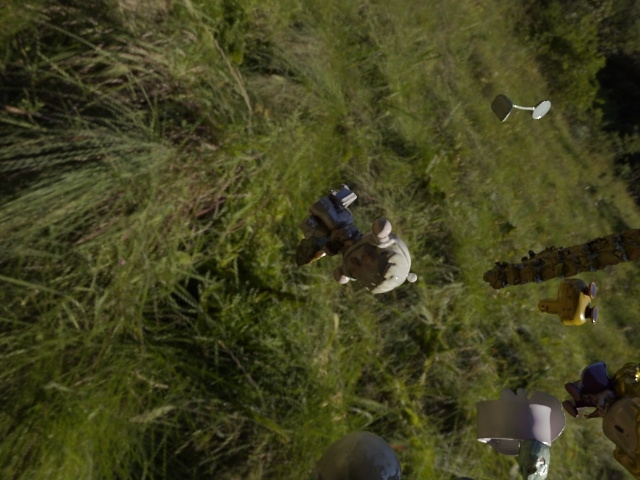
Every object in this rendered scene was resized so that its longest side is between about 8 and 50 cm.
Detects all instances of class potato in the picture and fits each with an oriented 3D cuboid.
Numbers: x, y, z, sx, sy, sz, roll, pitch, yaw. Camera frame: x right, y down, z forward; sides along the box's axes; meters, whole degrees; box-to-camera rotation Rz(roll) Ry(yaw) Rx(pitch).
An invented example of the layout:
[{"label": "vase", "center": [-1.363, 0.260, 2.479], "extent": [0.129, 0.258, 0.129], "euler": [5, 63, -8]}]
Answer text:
[{"label": "potato", "center": [0.000, 0.000, 1.346], "extent": [0.119, 0.198, 0.054], "euler": [-24, -82, 42]}]

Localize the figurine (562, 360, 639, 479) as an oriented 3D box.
[{"label": "figurine", "center": [0.366, 0.199, 0.631], "extent": [0.156, 0.115, 0.094], "euler": [49, -16, 50]}]

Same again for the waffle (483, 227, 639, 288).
[{"label": "waffle", "center": [0.371, 0.030, 0.876], "extent": [0.228, 0.232, 0.051], "euler": [141, -65, -83]}]

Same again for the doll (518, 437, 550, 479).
[{"label": "doll", "center": [0.528, 0.545, 1.422], "extent": [0.072, 0.103, 0.214], "euler": [9, -8, 28]}]

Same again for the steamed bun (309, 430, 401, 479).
[{"label": "steamed bun", "center": [0.067, 0.535, 1.267], "extent": [0.177, 0.228, 0.131], "euler": [47, 15, 22]}]

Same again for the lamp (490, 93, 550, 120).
[{"label": "lamp", "center": [0.461, -0.291, 1.288], "extent": [0.056, 0.198, 0.050], "euler": [58, -44, 32]}]

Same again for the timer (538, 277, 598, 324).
[{"label": "timer", "center": [0.550, 0.136, 1.276], "extent": [0.109, 0.107, 0.107], "euler": [-1, -60, 38]}]

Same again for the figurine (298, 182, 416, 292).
[{"label": "figurine", "center": [0.081, 0.017, 1.180], "extent": [0.256, 0.182, 0.144], "euler": [45, 15, 1]}]

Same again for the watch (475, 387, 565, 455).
[{"label": "watch", "center": [0.567, 0.502, 1.627], "extent": [0.231, 0.244, 0.196], "euler": [54, 38, -58]}]

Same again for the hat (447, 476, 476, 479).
[{"label": "hat", "center": [0.314, 0.587, 1.270], "extent": [0.110, 0.252, 0.252], "euler": [-93, 169, -51]}]
